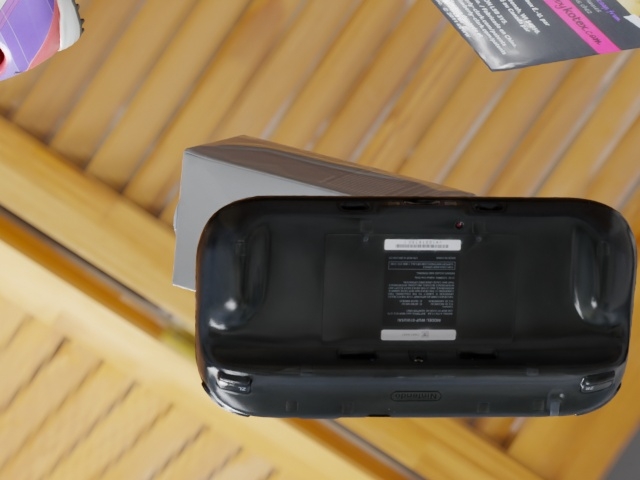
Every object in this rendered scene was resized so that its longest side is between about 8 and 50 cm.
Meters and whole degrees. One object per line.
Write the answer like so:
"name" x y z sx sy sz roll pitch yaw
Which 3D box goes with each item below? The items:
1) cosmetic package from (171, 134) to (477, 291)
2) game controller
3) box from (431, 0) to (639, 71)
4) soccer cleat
"cosmetic package" 0.000 0.000 1.467 0.107 0.238 0.127 -19 123 -55
"game controller" 0.069 0.049 1.271 0.067 0.319 0.167 -109 -160 -77
"box" 0.188 -0.216 0.998 0.270 0.143 0.165 -6 -128 40
"soccer cleat" -0.302 -0.256 1.590 0.116 0.108 0.318 -39 155 -16
